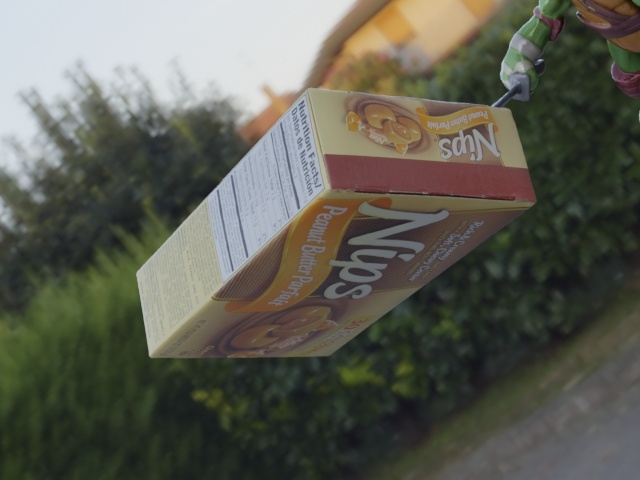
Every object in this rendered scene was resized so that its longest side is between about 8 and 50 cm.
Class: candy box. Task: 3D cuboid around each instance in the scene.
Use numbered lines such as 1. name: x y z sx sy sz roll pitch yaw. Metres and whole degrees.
1. candy box: 0.000 0.000 1.083 0.183 0.088 0.316 1 -27 -32

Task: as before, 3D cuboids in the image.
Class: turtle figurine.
1. turtle figurine: 0.268 -0.144 1.205 0.198 0.266 0.275 -35 45 30
